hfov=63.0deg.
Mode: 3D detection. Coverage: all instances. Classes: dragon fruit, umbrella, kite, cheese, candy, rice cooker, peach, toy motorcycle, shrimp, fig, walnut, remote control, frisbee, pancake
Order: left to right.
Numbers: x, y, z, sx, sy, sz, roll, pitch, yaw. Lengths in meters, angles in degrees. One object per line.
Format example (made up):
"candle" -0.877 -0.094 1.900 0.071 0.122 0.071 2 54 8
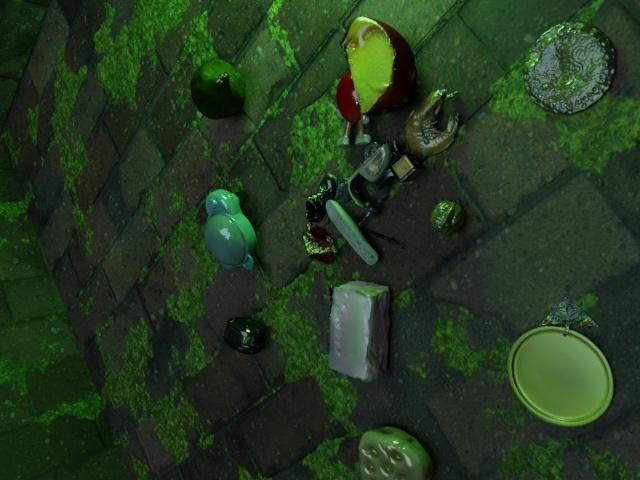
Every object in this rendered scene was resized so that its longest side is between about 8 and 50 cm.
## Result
"fig" -0.341 -0.506 1.722 0.245 0.195 0.196 -166 71 -82
"rice cooker" -0.266 0.331 1.831 0.165 0.112 0.107 14 98 37
"dragon fruit" 0.003 -0.001 1.602 0.063 0.097 0.131 -37 52 33
"remote control" 0.093 -0.028 1.519 0.229 0.044 0.073 50 153 10
"candy" 0.111 0.257 1.504 0.155 0.115 0.265 7 99 38
"toy motorcycle" 0.147 -0.167 1.446 0.263 0.090 0.157 -44 71 35
"peach" 0.163 -0.462 1.357 0.158 0.153 0.268 -26 71 33
"umbrella" 0.178 -0.010 1.481 0.148 0.022 0.022 28 75 35
"cheese" 0.205 0.629 1.469 0.235 0.117 0.218 -40 69 37
"shrimp" 0.295 -0.303 1.341 0.132 0.051 0.188 38 125 9
"walnut" 0.321 -0.056 1.319 0.092 0.092 0.092 5 98 39
"frisbee" 0.551 0.314 1.209 0.235 0.017 0.236 5 97 40
"pancake" 0.538 -0.374 1.138 0.199 0.021 0.199 6 99 40
"kite" 0.561 0.174 1.181 0.122 0.004 0.090 2 83 36

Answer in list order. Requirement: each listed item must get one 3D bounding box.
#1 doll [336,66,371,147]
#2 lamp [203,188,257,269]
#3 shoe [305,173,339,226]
"doll" 0.091 -0.375 1.466 0.183 0.085 0.217 12 109 61
"lamp" -0.321 -0.036 1.811 0.209 0.147 0.284 -3 93 42
"shoe" -0.005 -0.120 1.570 0.071 0.099 0.169 33 115 35
